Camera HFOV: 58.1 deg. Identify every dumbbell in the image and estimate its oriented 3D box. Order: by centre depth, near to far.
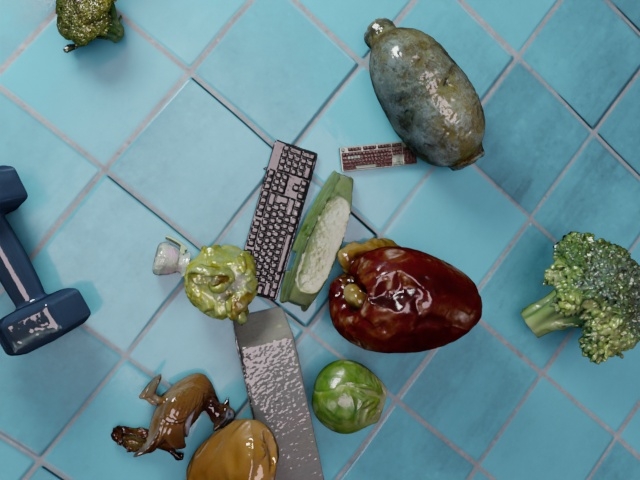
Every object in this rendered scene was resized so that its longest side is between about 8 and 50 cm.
[{"bbox_3d":[-0.535,0.034,0.994,0.156,0.143,0.317,-26,97,-10],"label":"dumbbell"}]

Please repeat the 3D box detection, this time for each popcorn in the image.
[{"bbox_3d":[-0.186,0.076,1.079,0.162,0.135,0.142,35,62,-38],"label":"popcorn"}]

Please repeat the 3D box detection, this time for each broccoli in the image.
[{"bbox_3d":[-0.409,-0.403,1.030,0.120,0.130,0.132,25,51,-51],"label":"broccoli"},{"bbox_3d":[0.564,0.122,1.186,0.259,0.235,0.288,-41,103,-7],"label":"broccoli"}]

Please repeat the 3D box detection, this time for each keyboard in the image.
[{"bbox_3d":[-0.092,-0.041,1.151,0.100,0.018,0.310,17,88,-12],"label":"keyboard"},{"bbox_3d":[0.121,-0.177,1.194,0.165,0.017,0.055,-7,92,-12],"label":"keyboard"}]

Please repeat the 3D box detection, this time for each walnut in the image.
[{"bbox_3d":[0.159,0.104,1.129,0.268,0.244,0.222,13,127,-22],"label":"walnut"}]

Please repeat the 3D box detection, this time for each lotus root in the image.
[{"bbox_3d":[0.200,-0.287,1.132,0.175,0.175,0.350,-38,94,-9],"label":"lotus root"}]

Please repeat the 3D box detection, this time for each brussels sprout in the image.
[{"bbox_3d":[0.056,0.312,1.144,0.154,0.117,0.155,0,86,-4],"label":"brussels sprout"}]

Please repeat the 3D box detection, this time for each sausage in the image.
[{"bbox_3d":[-0.166,0.420,1.058,0.120,0.136,0.241,24,130,-32],"label":"sausage"}]

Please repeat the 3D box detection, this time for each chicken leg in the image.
[{"bbox_3d":[-0.329,0.388,1.104,0.144,0.037,0.062,16,110,-11],"label":"chicken leg"}]

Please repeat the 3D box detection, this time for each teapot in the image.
[{"bbox_3d":[-0.281,0.031,1.097,0.064,0.064,0.083,15,57,-19],"label":"teapot"}]

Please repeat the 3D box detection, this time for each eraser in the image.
[{"bbox_3d":[-0.086,0.315,1.135,0.111,0.077,0.353,-12,94,-14],"label":"eraser"}]

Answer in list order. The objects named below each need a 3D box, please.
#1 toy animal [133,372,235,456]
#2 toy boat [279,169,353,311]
[{"bbox_3d":[-0.263,0.340,1.086,0.179,0.089,0.188,38,62,-15],"label":"toy animal"},{"bbox_3d":[0.000,0.000,1.154,0.093,0.055,0.293,22,87,-14],"label":"toy boat"}]
